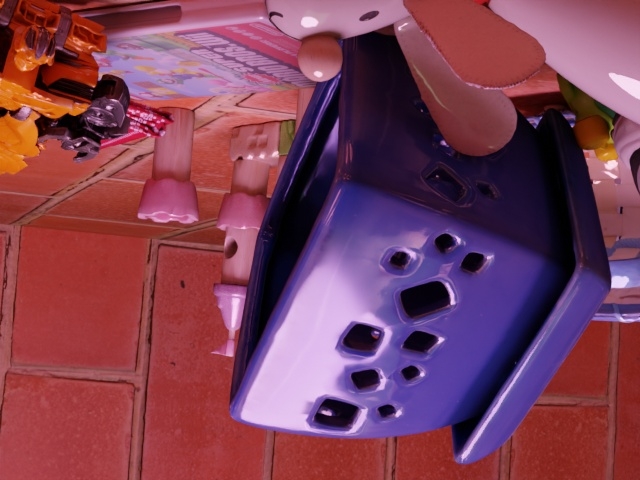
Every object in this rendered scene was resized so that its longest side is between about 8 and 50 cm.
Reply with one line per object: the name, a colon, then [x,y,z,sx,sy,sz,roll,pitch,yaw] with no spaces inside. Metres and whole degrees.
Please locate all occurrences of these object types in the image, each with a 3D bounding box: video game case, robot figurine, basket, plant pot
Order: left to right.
robot figurine: [-0.270,-0.122,0.940,0.211,0.085,0.291,22,158,-31]
video game case: [-0.104,-0.154,1.004,0.285,0.025,0.204,1,174,33]
plant pot: [0.074,0.009,0.887,0.212,0.236,0.236,19,-144,-10]
basket: [0.231,-0.018,1.119,0.254,0.201,0.289,0,-157,34]

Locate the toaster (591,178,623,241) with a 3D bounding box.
toaster: [0.419,-0.029,1.506,0.168,0.110,0.185,4,175,6]

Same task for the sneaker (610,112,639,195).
sneaker: [0.332,-0.083,0.803,0.271,0.108,0.100,-27,157,31]

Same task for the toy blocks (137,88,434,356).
toy blocks: [0.000,0.000,1.312,0.288,0.260,0.309,-2,172,44]

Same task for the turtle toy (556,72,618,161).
turtle toy: [0.211,-0.117,0.896,0.066,0.095,0.130,-22,164,23]

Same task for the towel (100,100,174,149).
towel: [-0.305,-0.134,1.181,0.275,0.031,0.199,14,171,-31]

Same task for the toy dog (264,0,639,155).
toy dog: [0.139,-0.097,0.711,0.333,0.161,0.220,2,174,20]
